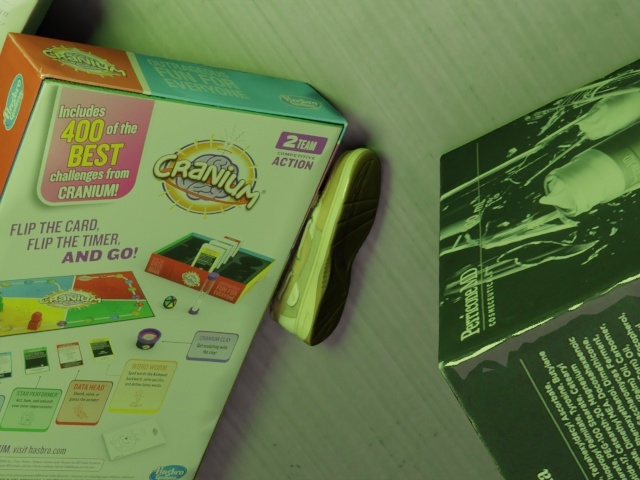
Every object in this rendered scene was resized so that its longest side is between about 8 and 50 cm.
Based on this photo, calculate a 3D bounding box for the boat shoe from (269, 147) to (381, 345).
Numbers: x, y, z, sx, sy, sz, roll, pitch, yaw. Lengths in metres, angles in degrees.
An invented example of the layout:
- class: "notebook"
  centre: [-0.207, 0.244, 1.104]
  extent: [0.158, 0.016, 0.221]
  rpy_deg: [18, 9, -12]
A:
- class: "boat shoe"
  centre: [0.001, 0.000, 1.394]
  extent: [0.048, 0.056, 0.153]
  rpy_deg: [29, 120, 26]

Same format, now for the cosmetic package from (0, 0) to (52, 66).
- class: "cosmetic package"
  centre: [-0.318, -0.146, 1.316]
  extent: [0.224, 0.138, 0.224]
  rpy_deg: [29, 112, -6]

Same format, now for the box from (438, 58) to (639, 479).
- class: "box"
  centre: [0.247, 0.010, 1.218]
  extent: [0.313, 0.343, 0.179]
  rpy_deg: [-27, 108, 13]

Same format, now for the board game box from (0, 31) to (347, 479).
- class: "board game box"
  centre: [-0.146, 0.027, 1.341]
  extent: [0.242, 0.064, 0.316]
  rpy_deg: [7, 117, -37]
